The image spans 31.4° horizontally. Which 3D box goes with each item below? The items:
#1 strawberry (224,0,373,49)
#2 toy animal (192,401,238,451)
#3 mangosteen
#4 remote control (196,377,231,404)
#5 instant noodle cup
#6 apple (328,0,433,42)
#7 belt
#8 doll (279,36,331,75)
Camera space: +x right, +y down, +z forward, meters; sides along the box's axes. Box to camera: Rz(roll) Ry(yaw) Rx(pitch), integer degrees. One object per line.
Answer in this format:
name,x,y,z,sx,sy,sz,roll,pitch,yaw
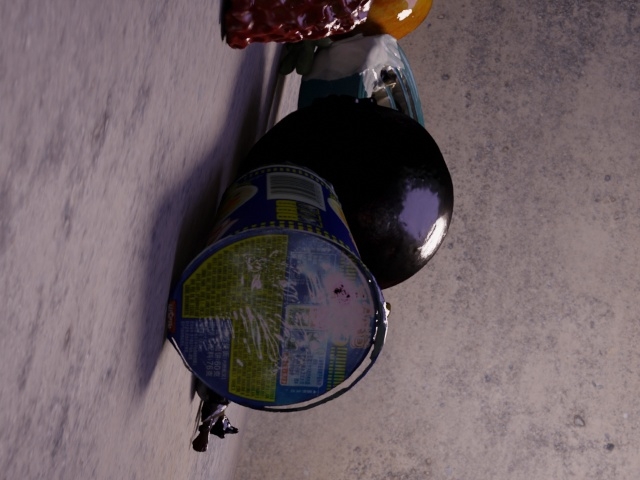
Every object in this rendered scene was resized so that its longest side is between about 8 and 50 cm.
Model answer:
strawberry,-0.018,-0.325,1.420,0.234,0.178,0.234,19,90,-90
toy animal,-0.187,0.294,2.126,0.105,0.070,0.202,21,85,-69
mangosteen,0.043,-0.027,1.931,0.382,0.382,0.435,-58,148,-85
remote control,-0.177,0.185,1.894,0.266,0.066,0.090,94,-6,-50
instant noodle cup,-0.059,0.038,1.583,0.312,0.284,0.284,-94,-166,-63
apple,0.103,-0.532,2.327,0.301,0.301,0.302,12,90,-88
belt,0.091,-0.187,2.259,0.300,0.173,0.437,-21,101,-59
doll,-0.032,-0.387,2.194,0.115,0.077,0.150,-2,-117,45
